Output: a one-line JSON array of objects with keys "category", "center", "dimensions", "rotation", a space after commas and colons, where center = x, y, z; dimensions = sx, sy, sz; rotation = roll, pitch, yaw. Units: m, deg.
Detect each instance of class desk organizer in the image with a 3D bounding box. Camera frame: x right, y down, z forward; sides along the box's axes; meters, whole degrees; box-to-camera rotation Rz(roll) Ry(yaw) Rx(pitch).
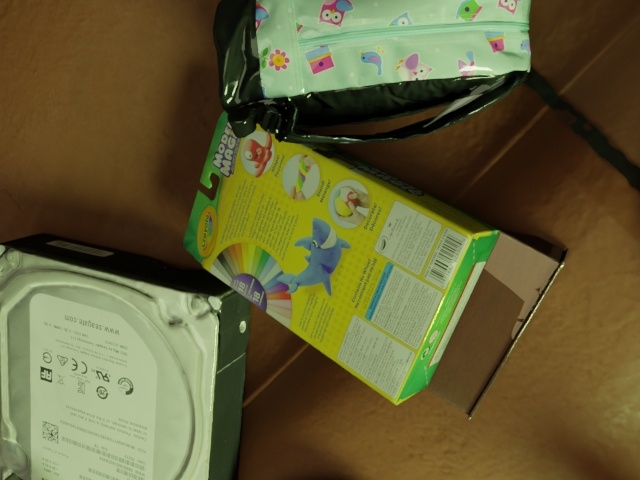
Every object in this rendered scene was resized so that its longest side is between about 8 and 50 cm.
[{"category": "desk organizer", "center": [0.117, 0.054, 0.455], "dimensions": [0.050, 0.047, 0.130], "rotation": [30, 111, 16]}]

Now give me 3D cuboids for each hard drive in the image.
[{"category": "hard drive", "center": [-0.191, 0.179, 0.598], "dimensions": [0.237, 0.064, 0.338], "rotation": [12, 106, 20]}]

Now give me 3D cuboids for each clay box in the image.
[{"category": "clay box", "center": [0.000, 0.000, 0.469], "dimensions": [0.222, 0.053, 0.127], "rotation": [32, 112, 30]}]

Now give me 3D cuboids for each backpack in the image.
[{"category": "backpack", "center": [0.037, -0.126, 0.399], "dimensions": [0.182, 0.152, 0.115], "rotation": [-6, 108, 11]}]

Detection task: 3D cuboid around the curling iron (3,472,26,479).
[{"category": "curling iron", "center": [-0.173, 0.298, 0.562], "dimensions": [0.274, 0.035, 0.068], "rotation": [40, 110, 9]}]
